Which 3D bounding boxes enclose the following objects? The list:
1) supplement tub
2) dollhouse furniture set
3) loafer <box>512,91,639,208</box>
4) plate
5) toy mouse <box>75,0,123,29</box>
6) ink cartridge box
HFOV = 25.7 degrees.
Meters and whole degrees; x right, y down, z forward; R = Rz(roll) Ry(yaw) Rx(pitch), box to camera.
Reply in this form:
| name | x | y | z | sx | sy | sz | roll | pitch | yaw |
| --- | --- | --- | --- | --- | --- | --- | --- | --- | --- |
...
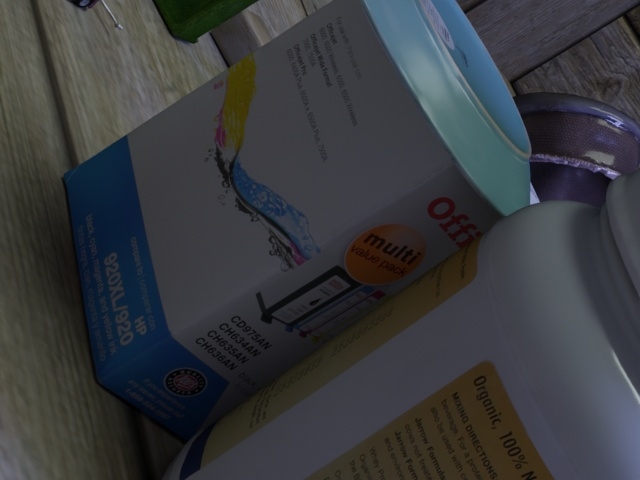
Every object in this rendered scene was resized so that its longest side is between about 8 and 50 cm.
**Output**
| name | x | y | z | sx | sy | sz | roll | pitch | yaw |
| --- | --- | --- | --- | --- | --- | --- | --- | --- | --- |
| supplement tub | 0.096 | 0.123 | 0.685 | 0.228 | 0.316 | 0.228 | 42 | 26 | -26 |
| dollhouse furniture set | -0.007 | -0.157 | 1.267 | 0.301 | 0.151 | 0.197 | 62 | 15 | 10 |
| loafer | 0.122 | 0.039 | 1.018 | 0.133 | 0.366 | 0.130 | 14 | 51 | -13 |
| plate | 0.069 | -0.093 | 0.737 | 0.188 | 0.024 | 0.188 | 51 | 20 | -27 |
| toy mouse | -0.195 | -0.227 | 1.031 | 0.161 | 0.031 | 0.143 | 59 | 15 | 0 |
| ink cartridge box | 0.000 | 0.000 | 0.827 | 0.171 | 0.232 | 0.168 | 43 | 21 | -44 |
